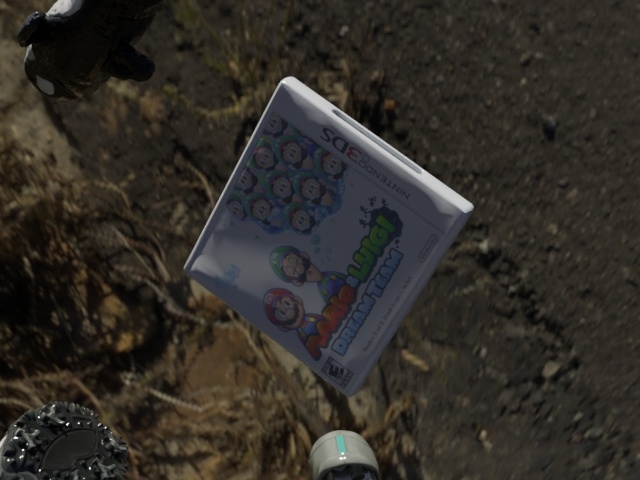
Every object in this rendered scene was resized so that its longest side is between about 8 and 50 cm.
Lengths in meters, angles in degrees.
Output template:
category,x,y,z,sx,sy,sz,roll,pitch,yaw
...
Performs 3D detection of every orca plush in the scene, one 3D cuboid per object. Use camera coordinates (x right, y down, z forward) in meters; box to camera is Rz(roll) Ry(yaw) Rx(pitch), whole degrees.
category,x,y,z,sx,sy,sz,roll,pitch,yaw
orca plush,-0.161,-0.194,1.145,0.287,0.151,0.102,-37,86,27

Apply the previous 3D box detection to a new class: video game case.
category,x,y,z,sx,sy,sz,roll,pitch,yaw
video game case,0.000,0.000,0.819,0.143,0.019,0.157,36,119,12

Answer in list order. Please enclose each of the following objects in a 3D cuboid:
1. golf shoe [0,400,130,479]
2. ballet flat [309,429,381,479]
category,x,y,z,sx,sy,sz,roll,pitch,yaw
golf shoe,-0.197,0.171,0.818,0.077,0.198,0.094,44,118,5
ballet flat,0.033,0.269,1.125,0.072,0.068,0.213,-14,109,-3
